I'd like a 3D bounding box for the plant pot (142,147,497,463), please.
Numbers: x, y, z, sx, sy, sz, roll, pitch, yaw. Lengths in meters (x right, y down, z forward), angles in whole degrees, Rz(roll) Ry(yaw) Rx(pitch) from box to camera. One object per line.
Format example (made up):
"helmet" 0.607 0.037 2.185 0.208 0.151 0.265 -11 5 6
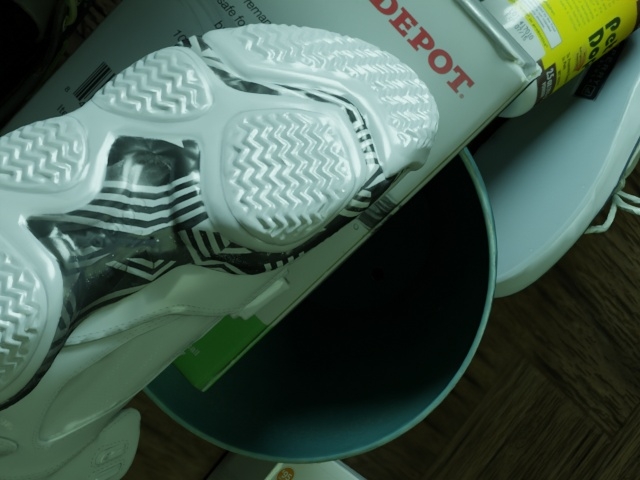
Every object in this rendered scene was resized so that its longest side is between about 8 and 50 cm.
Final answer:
"plant pot" 0.000 0.000 1.120 0.290 0.290 0.195 -68 169 13

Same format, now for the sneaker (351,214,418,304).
"sneaker" 0.016 0.058 1.260 0.083 0.098 0.223 2 113 -41

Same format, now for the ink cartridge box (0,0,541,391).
"ink cartridge box" -0.033 -0.082 0.951 0.289 0.211 0.121 -43 178 16

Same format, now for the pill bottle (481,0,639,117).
"pill bottle" 0.205 -0.204 1.254 0.215 0.117 0.117 -37 133 -18

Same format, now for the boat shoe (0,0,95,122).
"boat shoe" -0.203 -0.144 0.949 0.305 0.091 0.109 -49 132 -14

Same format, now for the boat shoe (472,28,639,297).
"boat shoe" 0.252 -0.088 1.368 0.367 0.136 0.156 -60 140 -10

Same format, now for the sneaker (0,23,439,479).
"sneaker" -0.105 0.020 0.841 0.366 0.137 0.210 -27 155 -21

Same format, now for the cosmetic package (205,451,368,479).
"cosmetic package" -0.002 0.249 1.385 0.099 0.060 0.239 -53 136 -4
